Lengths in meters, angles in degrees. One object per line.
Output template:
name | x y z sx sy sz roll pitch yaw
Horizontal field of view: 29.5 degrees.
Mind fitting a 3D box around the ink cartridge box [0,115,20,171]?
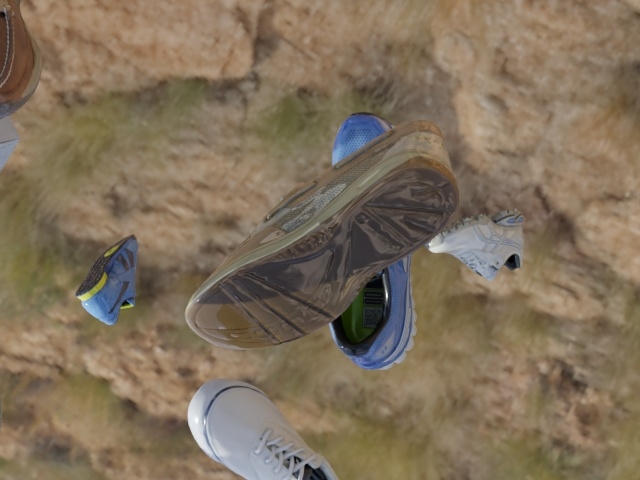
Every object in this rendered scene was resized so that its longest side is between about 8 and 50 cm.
ink cartridge box | -0.531 -0.153 1.818 0.175 0.072 0.127 -43 71 48

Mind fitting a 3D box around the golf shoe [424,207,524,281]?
golf shoe | 0.201 0.010 1.525 0.069 0.176 0.086 -16 85 48

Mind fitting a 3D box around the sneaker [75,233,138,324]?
sneaker | -0.334 0.066 1.991 0.069 0.209 0.082 -31 110 23

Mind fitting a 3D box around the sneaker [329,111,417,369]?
sneaker | 0.062 -0.003 1.533 0.130 0.330 0.147 -5 173 17

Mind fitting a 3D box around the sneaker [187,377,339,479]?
sneaker | -0.047 0.237 1.355 0.091 0.094 0.258 16 158 43

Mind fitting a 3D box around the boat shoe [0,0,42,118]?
boat shoe | -0.374 -0.247 1.279 0.123 0.324 0.116 -21 138 -1

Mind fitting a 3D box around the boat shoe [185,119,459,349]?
boat shoe | 0.000 0.000 1.270 0.341 0.110 0.121 -32 124 24
